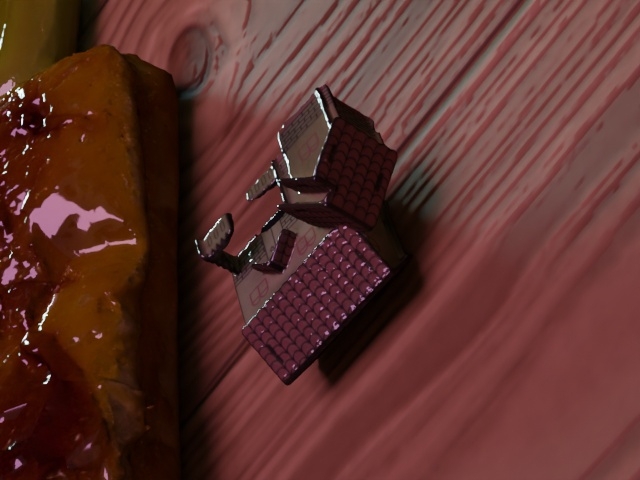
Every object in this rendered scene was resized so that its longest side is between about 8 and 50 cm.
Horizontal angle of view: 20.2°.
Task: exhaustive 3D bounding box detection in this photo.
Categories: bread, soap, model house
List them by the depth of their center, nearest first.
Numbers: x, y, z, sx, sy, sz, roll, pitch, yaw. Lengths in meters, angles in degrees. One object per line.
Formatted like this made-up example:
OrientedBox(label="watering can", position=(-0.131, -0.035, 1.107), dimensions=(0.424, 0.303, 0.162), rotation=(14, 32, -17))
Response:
OrientedBox(label="model house", position=(0.000, 0.000, 0.615), dimensions=(0.083, 0.057, 0.058), rotation=(-46, 36, 24))
OrientedBox(label="bread", position=(-0.107, 0.047, 0.711), dimensions=(0.139, 0.077, 0.271), rotation=(-31, 46, 35))
OrientedBox(label="soap", position=(-0.150, -0.099, 0.871), dimensions=(0.089, 0.045, 0.140), rotation=(-27, 52, 45))
